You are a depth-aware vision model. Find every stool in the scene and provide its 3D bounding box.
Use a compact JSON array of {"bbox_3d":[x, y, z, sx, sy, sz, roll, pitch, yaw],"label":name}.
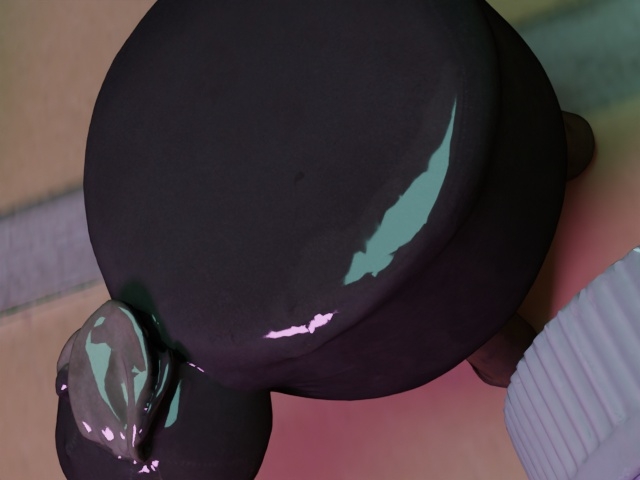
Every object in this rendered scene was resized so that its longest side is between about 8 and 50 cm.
[{"bbox_3d":[-0.005,-0.005,0.548,0.228,0.139,0.153,-40,56,14],"label":"stool"}]

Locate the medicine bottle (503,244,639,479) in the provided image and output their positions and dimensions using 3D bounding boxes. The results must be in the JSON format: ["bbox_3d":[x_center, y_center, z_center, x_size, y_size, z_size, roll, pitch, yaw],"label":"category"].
[{"bbox_3d":[0.179,0.144,0.368,0.158,0.158,0.318,-35,57,15],"label":"medicine bottle"}]
